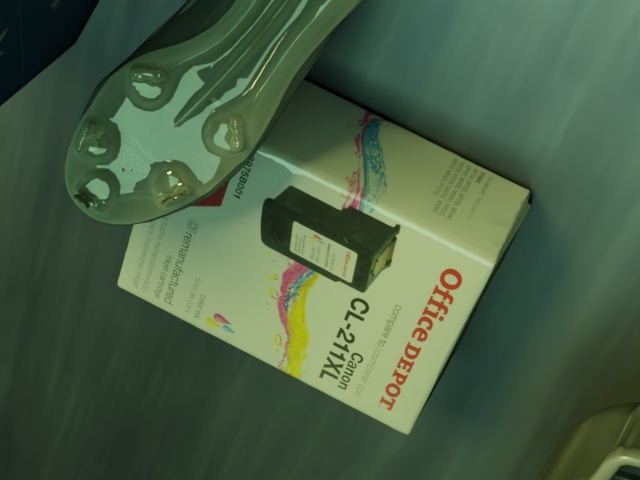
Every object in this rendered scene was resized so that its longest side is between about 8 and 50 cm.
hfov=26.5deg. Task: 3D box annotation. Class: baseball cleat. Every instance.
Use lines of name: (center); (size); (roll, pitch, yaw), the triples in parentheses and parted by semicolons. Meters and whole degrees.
baseball cleat: (-0.030, -0.089, 0.612); (0.206, 0.109, 0.072); (-43, 97, 16)

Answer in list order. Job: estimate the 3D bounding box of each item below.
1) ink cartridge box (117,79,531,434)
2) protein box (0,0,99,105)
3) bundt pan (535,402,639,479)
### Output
ink cartridge box: (0.000, 0.000, 0.692); (0.175, 0.072, 0.127); (27, 128, 7)
protein box: (-0.151, -0.137, 0.489); (0.136, 0.201, 0.200); (38, 129, -3)
bundt pan: (0.239, 0.194, 0.681); (0.330, 0.124, 0.331); (12, 125, 18)
